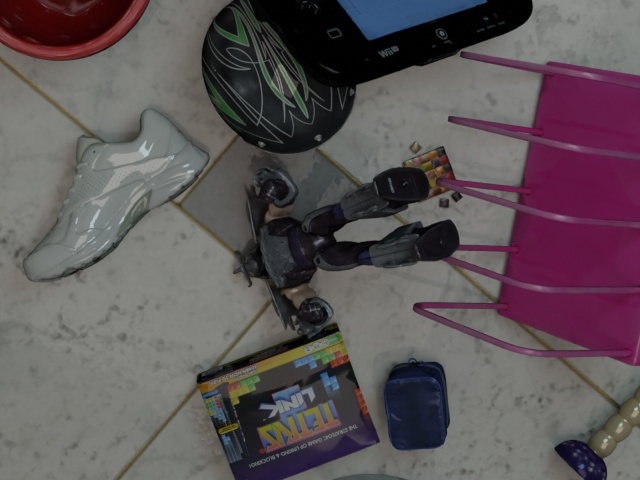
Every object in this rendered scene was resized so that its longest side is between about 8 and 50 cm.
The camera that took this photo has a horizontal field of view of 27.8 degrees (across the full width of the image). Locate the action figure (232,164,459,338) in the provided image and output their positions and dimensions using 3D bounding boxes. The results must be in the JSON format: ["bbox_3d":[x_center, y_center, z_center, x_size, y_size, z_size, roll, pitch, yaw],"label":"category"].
[{"bbox_3d":[0.000,0.000,1.345,0.099,0.285,0.185,-29,98,-45],"label":"action figure"}]

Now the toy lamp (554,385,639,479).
[{"bbox_3d":[0.389,0.166,1.475,0.080,0.080,0.275,41,95,-10],"label":"toy lamp"}]

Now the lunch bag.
[{"bbox_3d":[0.109,0.181,1.458,0.067,0.065,0.099,-3,101,11],"label":"lunch bag"}]

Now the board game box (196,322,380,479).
[{"bbox_3d":[-0.036,0.189,1.454,0.170,0.048,0.141,-21,100,-1],"label":"board game box"}]

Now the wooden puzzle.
[{"bbox_3d":[0.123,-0.073,1.445,0.049,0.006,0.083,-22,101,-1],"label":"wooden puzzle"}]

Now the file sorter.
[{"bbox_3d":[0.229,-0.038,1.328,0.182,0.202,0.291,3,101,-38],"label":"file sorter"}]

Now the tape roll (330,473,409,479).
[{"bbox_3d":[0.056,0.416,1.476,0.286,0.100,0.286,-1,101,-5],"label":"tape roll"}]

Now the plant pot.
[{"bbox_3d":[-0.256,-0.277,1.290,0.191,0.174,0.191,-1,100,-4],"label":"plant pot"}]

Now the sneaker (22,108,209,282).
[{"bbox_3d":[-0.237,-0.052,1.384,0.232,0.090,0.115,-40,94,-7],"label":"sneaker"}]

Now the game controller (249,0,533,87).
[{"bbox_3d":[0.074,-0.246,1.287,0.319,0.067,0.166,-24,62,-37],"label":"game controller"}]

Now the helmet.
[{"bbox_3d":[-0.043,-0.175,1.333,0.169,0.161,0.170,-1,100,-5],"label":"helmet"}]
